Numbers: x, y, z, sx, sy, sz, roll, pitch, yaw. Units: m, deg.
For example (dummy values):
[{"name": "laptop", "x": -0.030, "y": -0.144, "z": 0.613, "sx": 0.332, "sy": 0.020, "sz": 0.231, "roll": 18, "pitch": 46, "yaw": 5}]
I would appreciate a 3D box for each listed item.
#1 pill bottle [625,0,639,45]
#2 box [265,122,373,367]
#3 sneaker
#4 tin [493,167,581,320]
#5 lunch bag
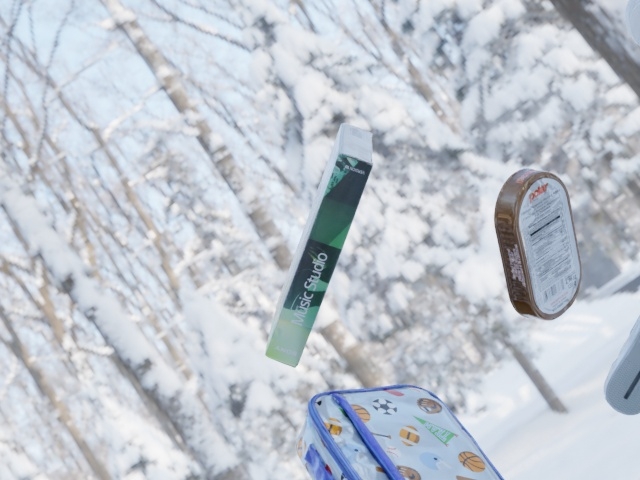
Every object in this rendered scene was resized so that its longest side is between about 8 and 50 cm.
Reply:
[{"name": "pill bottle", "x": 0.502, "y": -0.335, "z": 1.533, "sx": 0.108, "sy": 0.108, "sz": 0.180, "roll": -41, "pitch": 2, "yaw": 31}, {"name": "box", "x": 0.000, "y": 0.000, "z": 1.563, "sx": 0.232, "sy": 0.058, "sz": 0.322, "roll": -82, "pitch": 10, "yaw": -74}, {"name": "sneaker", "x": 0.462, "y": 0.114, "z": 1.409, "sx": 0.258, "sy": 0.094, "sz": 0.091, "roll": -57, "pitch": -7, "yaw": 17}, {"name": "tin", "x": 0.262, "y": 0.006, "z": 1.252, "sx": 0.106, "sy": 0.189, "sz": 0.040, "roll": -32, "pitch": 26, "yaw": -36}, {"name": "lunch bag", "x": 0.110, "y": 0.320, "z": 1.403, "sx": 0.243, "sy": 0.303, "sz": 0.115, "roll": 2, "pitch": -60, "yaw": -32}]
